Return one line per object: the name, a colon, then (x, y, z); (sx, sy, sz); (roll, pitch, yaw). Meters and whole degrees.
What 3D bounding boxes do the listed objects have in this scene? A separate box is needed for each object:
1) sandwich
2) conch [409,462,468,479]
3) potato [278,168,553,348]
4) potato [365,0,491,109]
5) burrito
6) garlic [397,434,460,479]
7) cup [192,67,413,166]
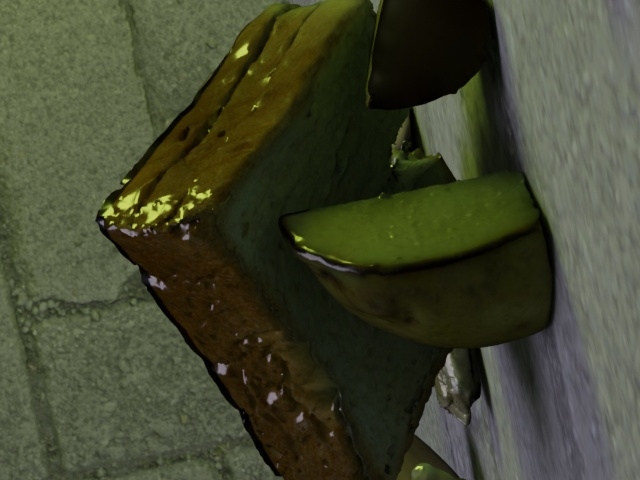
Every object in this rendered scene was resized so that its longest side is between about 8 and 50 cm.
sandwich: (0.001, 0.000, 1.010); (0.249, 0.095, 0.273); (-60, -44, -35)
conch: (0.121, 0.158, 0.579); (0.137, 0.233, 0.114); (-49, 18, 48)
potato: (0.060, 0.037, 0.889); (0.081, 0.149, 0.120); (-96, -6, -54)
potato: (0.065, -0.131, 0.921); (0.103, 0.066, 0.096); (-86, 10, -66)
burrito: (0.099, 0.060, 1.255); (0.058, 0.045, 0.188); (38, -142, -83)
garlic: (0.115, 0.324, 1.426); (0.143, 0.112, 0.318); (-47, -59, -65)
cup: (0.010, -0.050, 1.451); (0.208, 0.288, 0.273); (35, 153, 28)
